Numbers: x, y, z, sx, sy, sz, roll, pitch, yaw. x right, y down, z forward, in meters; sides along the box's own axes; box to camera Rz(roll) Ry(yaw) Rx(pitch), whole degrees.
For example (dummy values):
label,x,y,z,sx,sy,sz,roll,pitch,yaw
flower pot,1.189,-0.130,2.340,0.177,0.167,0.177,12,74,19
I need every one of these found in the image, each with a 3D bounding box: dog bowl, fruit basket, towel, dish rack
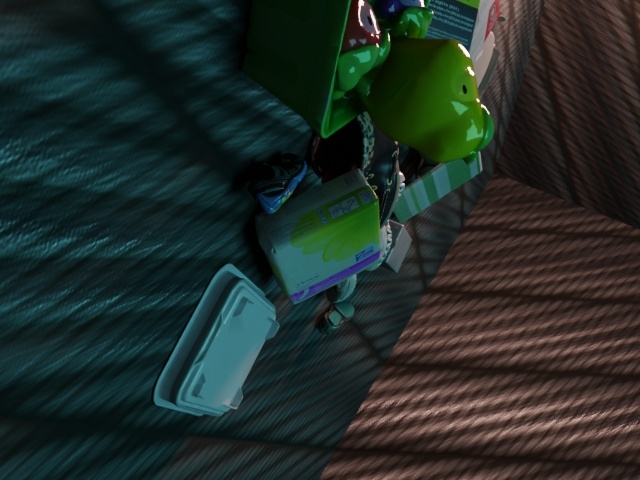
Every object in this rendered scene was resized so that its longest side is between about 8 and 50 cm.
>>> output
label,x,y,z,sx,sy,sz,roll,pitch,yaw
dog bowl,0.402,-0.489,2.196,0.348,0.102,0.348,-52,159,-29
fruit basket,0.113,-0.288,1.165,0.392,0.392,0.282,-44,154,-52
towel,0.359,-0.181,2.404,0.325,0.038,0.248,-33,160,3
dish rack,-0.179,0.211,1.480,0.285,0.072,0.333,-62,163,-10

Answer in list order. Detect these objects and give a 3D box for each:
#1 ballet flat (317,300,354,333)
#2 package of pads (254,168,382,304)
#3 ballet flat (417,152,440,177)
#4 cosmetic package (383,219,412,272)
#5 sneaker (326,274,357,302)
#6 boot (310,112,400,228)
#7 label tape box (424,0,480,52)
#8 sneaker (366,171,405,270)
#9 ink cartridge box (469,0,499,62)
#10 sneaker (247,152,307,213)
label,x,y,z,sx,sy,sz,roll,pitch,yaw
ballet flat,0.039,0.224,2.228,0.188,0.070,0.070,-21,133,-65
package of pads,0.000,0.000,1.522,0.229,0.101,0.296,-25,155,-6
ballet flat,0.376,-0.283,2.462,0.139,0.139,0.400,-64,164,-8
cosmetic package,0.201,0.013,2.351,0.127,0.107,0.238,-64,161,-5
sneaker,0.040,0.077,1.995,0.093,0.088,0.225,-26,142,-34
boot,0.080,-0.155,1.650,0.284,0.138,0.377,-41,147,-58
label tape box,0.178,-0.405,1.462,0.241,0.106,0.333,4,101,-42
sneaker,0.135,-0.055,2.059,0.118,0.110,0.292,-20,124,-58
ink cartridge box,0.288,-0.553,1.657,0.226,0.131,0.306,-57,147,-30
sneaker,-0.077,-0.114,1.332,0.067,0.078,0.188,-41,-169,28
